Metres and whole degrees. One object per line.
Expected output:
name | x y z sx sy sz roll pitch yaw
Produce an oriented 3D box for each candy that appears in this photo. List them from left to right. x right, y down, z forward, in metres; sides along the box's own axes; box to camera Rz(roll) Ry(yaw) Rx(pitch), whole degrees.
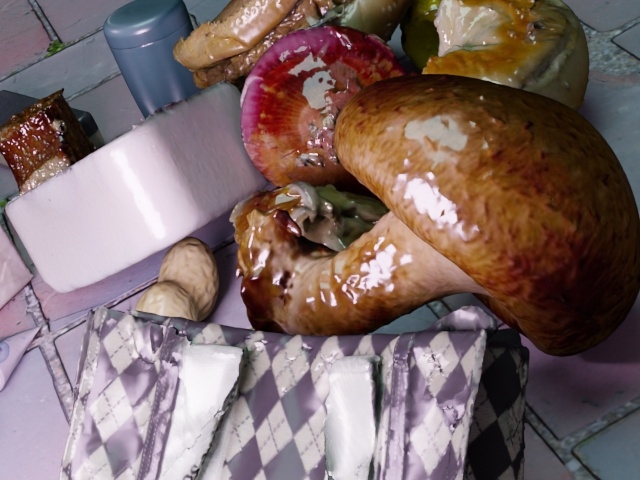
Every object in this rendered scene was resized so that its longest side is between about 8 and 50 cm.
candy | 0.157 -0.305 2.065 0.094 0.106 0.199 -35 23 19

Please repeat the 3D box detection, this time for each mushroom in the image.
mushroom | 0.114 -0.003 1.443 0.356 0.331 0.334 -32 47 -13

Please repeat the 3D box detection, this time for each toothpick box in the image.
toothpick box | -0.221 -0.244 2.138 0.120 0.184 0.120 -15 29 9

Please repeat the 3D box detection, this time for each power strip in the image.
power strip | -0.436 -0.159 2.259 0.256 0.070 0.105 19 50 44

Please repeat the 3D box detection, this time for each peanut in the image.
peanut | -0.165 0.069 1.749 0.082 0.082 0.187 -5 37 26

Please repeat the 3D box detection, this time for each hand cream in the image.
hand cream | -0.395 0.144 1.830 0.084 0.053 0.142 -15 24 15

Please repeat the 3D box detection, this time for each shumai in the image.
shumai | 0.000 0.000 1.690 0.161 0.153 0.209 -3 41 40

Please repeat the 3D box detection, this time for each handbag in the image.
handbag | -0.025 0.207 1.298 0.416 0.180 0.317 2 76 33

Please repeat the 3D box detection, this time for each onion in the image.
onion | 0.012 -0.144 1.789 0.230 0.230 0.163 -20 -1 7

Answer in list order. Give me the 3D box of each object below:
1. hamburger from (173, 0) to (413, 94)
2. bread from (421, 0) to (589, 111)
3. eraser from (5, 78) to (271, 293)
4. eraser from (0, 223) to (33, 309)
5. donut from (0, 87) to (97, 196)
hamburger | -0.043 -0.283 2.009 0.277 0.195 0.318 -55 17 -24
bread | 0.223 -0.198 1.801 0.192 0.171 0.314 -2 43 11
eraser | -0.189 -0.076 1.851 0.331 0.150 0.331 -30 6 3
eraser | -0.535 -0.007 2.037 0.343 0.144 0.078 14 51 43
donut | -0.360 -0.100 2.075 0.126 0.186 0.144 -26 9 7
